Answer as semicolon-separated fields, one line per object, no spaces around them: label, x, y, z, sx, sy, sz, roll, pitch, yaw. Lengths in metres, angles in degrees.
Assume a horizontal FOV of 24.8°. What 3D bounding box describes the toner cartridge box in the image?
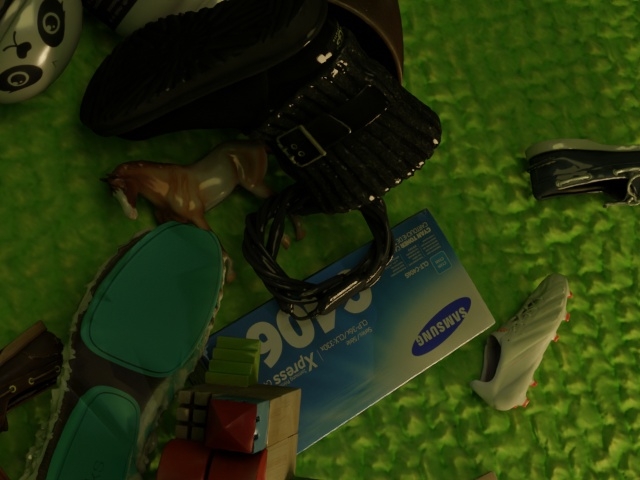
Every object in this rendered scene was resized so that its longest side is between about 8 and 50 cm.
toner cartridge box;0.023;0.114;1.688;0.347;0.075;0.165;-31;90;-27

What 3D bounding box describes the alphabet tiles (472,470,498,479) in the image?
alphabet tiles;0.207;0.406;1.729;0.198;0.009;0.237;-21;86;-27

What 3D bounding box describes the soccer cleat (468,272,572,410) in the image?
soccer cleat;0.249;0.116;1.794;0.076;0.068;0.196;31;69;-10

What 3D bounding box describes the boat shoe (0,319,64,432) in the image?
boat shoe;-0.346;0.168;1.511;0.207;0.073;0.073;-38;91;-27

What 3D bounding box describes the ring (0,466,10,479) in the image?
ring;-0.442;0.329;1.409;0.336;0.032;0.337;0;90;-24

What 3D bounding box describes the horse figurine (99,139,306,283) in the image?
horse figurine;-0.110;-0.049;1.679;0.263;0.066;0.175;-29;94;-26

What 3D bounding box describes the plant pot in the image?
plant pot;0.010;-0.259;1.715;0.215;0.215;0.230;32;42;-13

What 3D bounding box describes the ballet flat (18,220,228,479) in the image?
ballet flat;-0.225;0.158;1.507;0.147;0.147;0.409;31;57;-14

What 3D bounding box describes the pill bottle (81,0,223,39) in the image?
pill bottle;-0.234;-0.352;1.639;0.323;0.181;0.181;40;64;-10

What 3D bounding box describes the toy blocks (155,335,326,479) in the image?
toy blocks;-0.104;0.293;1.439;0.190;0.261;0.382;5;89;12

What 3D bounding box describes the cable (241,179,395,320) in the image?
cable;0.000;0.000;1.654;0.184;0.047;0.150;-36;77;-25

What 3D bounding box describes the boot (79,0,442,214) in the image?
boot;-0.069;-0.131;1.594;0.260;0.348;0.131;44;45;-38

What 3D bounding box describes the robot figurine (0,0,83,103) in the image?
robot figurine;-0.389;-0.262;1.546;0.278;0.209;0.174;31;54;-10

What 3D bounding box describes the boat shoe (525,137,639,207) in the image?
boat shoe;0.389;-0.085;1.891;0.254;0.095;0.079;2;74;-22
